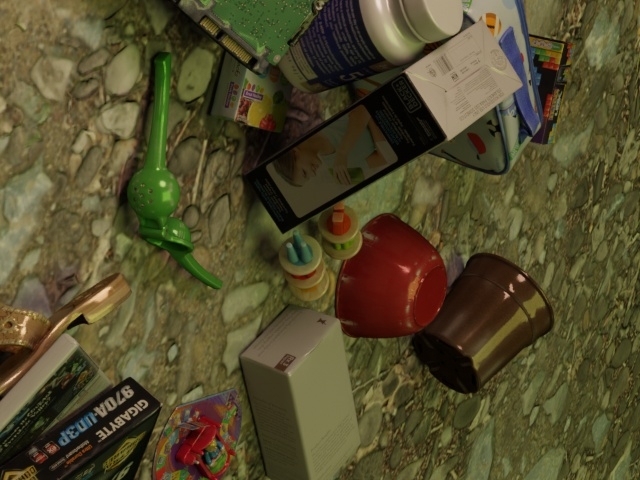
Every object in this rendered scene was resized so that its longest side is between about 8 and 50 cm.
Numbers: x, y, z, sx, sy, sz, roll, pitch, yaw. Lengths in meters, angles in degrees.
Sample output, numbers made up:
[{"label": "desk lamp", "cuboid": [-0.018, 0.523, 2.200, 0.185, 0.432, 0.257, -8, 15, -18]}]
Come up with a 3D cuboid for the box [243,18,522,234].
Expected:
[{"label": "box", "cuboid": [0.066, -0.123, 1.564, 0.169, 0.290, 0.087, -37, 96, -45]}]

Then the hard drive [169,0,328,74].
[{"label": "hard drive", "cuboid": [-0.033, -0.356, 1.361, 0.339, 0.064, 0.237, -53, 134, 0]}]

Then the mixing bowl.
[{"label": "mixing bowl", "cuboid": [0.111, 0.062, 1.911, 0.181, 0.098, 0.181, -35, 135, -45]}]

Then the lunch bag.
[{"label": "lunch bag", "cuboid": [0.150, -0.216, 1.680, 0.115, 0.243, 0.303, -54, 145, -26]}]

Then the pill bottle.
[{"label": "pill bottle", "cuboid": [0.050, -0.231, 1.473, 0.112, 0.186, 0.112, 24, 59, -49]}]

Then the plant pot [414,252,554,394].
[{"label": "plant pot", "cuboid": [0.239, 0.133, 2.106, 0.165, 0.167, 0.167, -44, 140, -27]}]

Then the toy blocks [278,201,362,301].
[{"label": "toy blocks", "cuboid": [0.000, 0.000, 1.690, 0.123, 0.054, 0.148, -51, 163, -13]}]

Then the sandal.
[{"label": "sandal", "cuboid": [-0.289, 0.080, 1.318, 0.240, 0.088, 0.079, -39, 103, -36]}]

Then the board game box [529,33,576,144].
[{"label": "board game box", "cuboid": [0.250, -0.219, 1.910, 0.048, 0.170, 0.141, -11, 114, -58]}]

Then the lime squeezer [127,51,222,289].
[{"label": "lime squeezer", "cuboid": [-0.163, -0.037, 1.479, 0.110, 0.059, 0.310, -83, 166, -51]}]

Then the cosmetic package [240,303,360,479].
[{"label": "cosmetic package", "cuboid": [-0.023, 0.207, 1.789, 0.117, 0.085, 0.231, -45, 138, -38]}]

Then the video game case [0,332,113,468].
[{"label": "video game case", "cuboid": [-0.283, 0.184, 1.326, 0.190, 0.022, 0.173, -48, 165, -12]}]

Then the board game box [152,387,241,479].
[{"label": "board game box", "cuboid": [-0.136, 0.255, 1.681, 0.168, 0.033, 0.133, -10, 114, -56]}]

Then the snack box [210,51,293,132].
[{"label": "snack box", "cuboid": [-0.065, -0.196, 1.545, 0.100, 0.037, 0.141, 8, 97, -60]}]

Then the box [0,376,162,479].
[{"label": "box", "cuboid": [-0.265, 0.254, 1.395, 0.220, 0.051, 0.175, -35, 158, -45]}]
